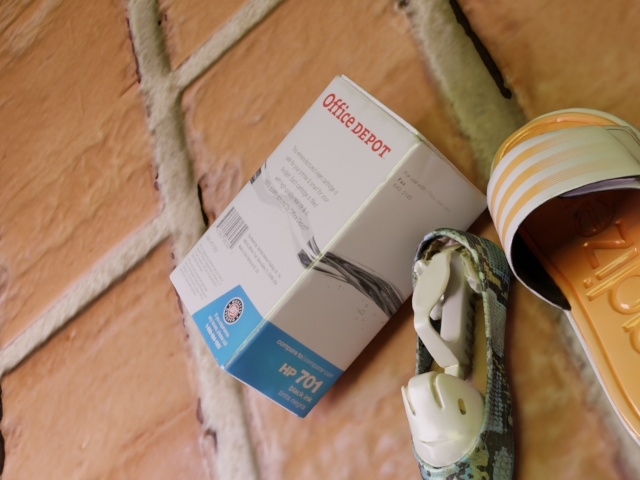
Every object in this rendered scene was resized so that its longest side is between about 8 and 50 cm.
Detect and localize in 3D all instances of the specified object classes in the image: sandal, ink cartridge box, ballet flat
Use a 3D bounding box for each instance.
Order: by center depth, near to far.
[{"bbox_3d":[0.153,0.000,0.633,0.102,0.076,0.265,-40,40,18],"label":"sandal"},{"bbox_3d":[0.073,0.074,0.671,0.070,0.070,0.188,-23,48,33],"label":"ballet flat"},{"bbox_3d":[0.000,0.000,0.779,0.191,0.082,0.139,-48,32,5],"label":"ink cartridge box"}]
